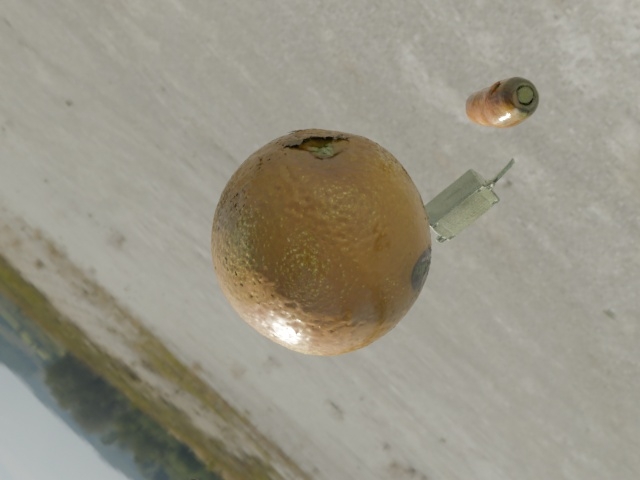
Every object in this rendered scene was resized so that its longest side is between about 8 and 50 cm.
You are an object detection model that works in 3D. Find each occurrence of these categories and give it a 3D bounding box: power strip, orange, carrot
[{"bbox_3d":[0.236,-0.069,1.495,0.075,0.175,0.042,32,-157,-51],"label":"power strip"},{"bbox_3d":[0.000,0.000,1.136,0.274,0.274,0.274,41,163,16],"label":"orange"},{"bbox_3d":[0.314,-0.236,1.680,0.087,0.087,0.193,49,167,-9],"label":"carrot"}]

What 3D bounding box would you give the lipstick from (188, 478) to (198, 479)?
[{"bbox_3d":[-0.353,0.507,1.628,0.077,0.418,0.077,40,-147,-34],"label":"lipstick"}]
